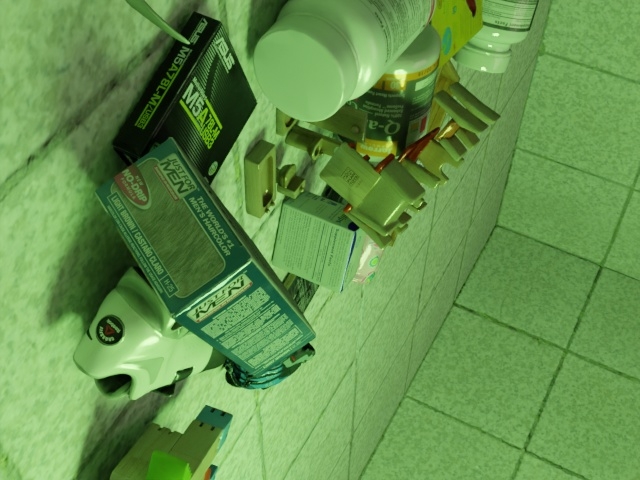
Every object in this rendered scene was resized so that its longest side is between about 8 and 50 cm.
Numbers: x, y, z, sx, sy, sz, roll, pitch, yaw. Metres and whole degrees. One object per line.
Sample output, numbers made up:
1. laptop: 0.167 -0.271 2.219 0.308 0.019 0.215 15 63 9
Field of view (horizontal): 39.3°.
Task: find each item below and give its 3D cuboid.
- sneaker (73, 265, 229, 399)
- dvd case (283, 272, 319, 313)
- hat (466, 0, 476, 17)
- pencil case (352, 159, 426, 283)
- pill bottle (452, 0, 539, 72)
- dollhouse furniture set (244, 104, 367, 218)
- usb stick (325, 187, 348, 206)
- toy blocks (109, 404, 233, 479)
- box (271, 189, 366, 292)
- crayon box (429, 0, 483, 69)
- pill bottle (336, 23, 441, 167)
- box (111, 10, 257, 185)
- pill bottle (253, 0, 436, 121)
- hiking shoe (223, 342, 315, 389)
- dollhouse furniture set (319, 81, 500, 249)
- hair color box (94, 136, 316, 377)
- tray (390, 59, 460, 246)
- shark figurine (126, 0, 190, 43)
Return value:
1. sneaker: -0.215 0.133 1.122 0.146 0.122 0.330 -47 162 -4
2. dvd case: -0.064 0.133 1.707 0.221 0.018 0.164 -60 162 -25
3. hat: 0.223 -0.505 1.393 0.173 0.183 0.208 -56 174 -10
4. pencil case: 0.114 -0.056 1.769 0.284 0.124 0.124 -62 165 16
5. pill bottle: 0.393 -0.540 1.970 0.176 0.176 0.319 -40 148 -57
6. dollhouse furniture set: -0.022 -0.114 1.340 0.151 0.123 0.144 -54 158 -37
7. usb stick: 0.053 -0.115 1.700 0.278 0.045 0.077 -64 167 -13
8. toy blocks: -0.237 0.411 1.318 0.261 0.190 0.381 -52 160 -71
9. box: 0.000 0.000 1.525 0.072 0.137 0.126 -42 150 -54
10. crayon box: 0.210 -0.439 1.629 0.318 0.081 0.202 -46 138 -50
11. pill bottle: 0.108 -0.233 1.520 0.162 0.162 0.278 -53 157 -39
12. box: -0.151 -0.139 1.052 0.184 0.045 0.191 -60 162 -14
13. pill bottle: 0.036 -0.291 1.228 0.283 0.160 0.160 -51 157 -41
14. hiking shoe: -0.113 0.198 1.486 0.132 0.113 0.304 -48 153 7
15. dollhouse furniture set: 0.121 -0.117 1.391 0.262 0.135 0.259 -52 172 32
16. hair color box: -0.120 0.037 1.057 0.105 0.174 0.347 -35 158 -3
17. tray: 0.181 -0.195 1.941 0.411 0.076 0.203 -69 163 2
18. shark figurine: -0.135 -0.319 0.764 0.166 0.116 0.278 -13 122 -68
